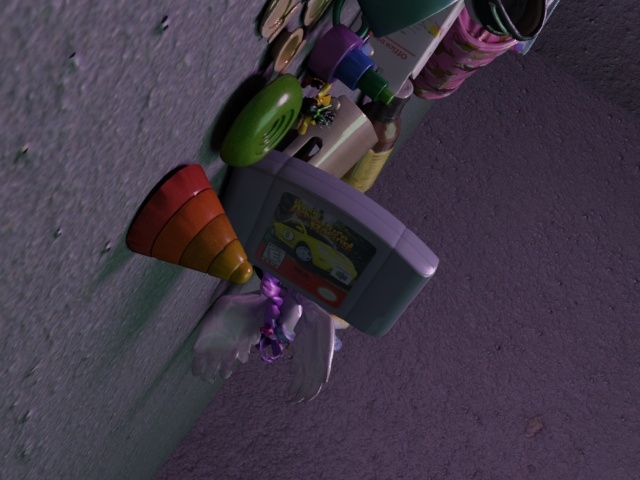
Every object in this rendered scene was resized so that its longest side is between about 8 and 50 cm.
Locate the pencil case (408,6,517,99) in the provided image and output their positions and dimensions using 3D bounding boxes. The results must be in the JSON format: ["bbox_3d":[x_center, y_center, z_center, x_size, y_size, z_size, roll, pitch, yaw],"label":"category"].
[{"bbox_3d":[0.276,-0.401,1.471,0.167,0.160,0.386,-21,179,-10],"label":"pencil case"}]

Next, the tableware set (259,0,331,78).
[{"bbox_3d":[-0.016,-0.249,0.786,0.141,0.020,0.168,-54,175,-11],"label":"tableware set"}]

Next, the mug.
[{"bbox_3d":[0.092,-0.309,0.877,0.158,0.097,0.129,-36,-160,-23],"label":"mug"}]

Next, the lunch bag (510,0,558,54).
[{"bbox_3d":[0.413,-0.565,1.571,0.262,0.223,0.160,-58,-178,28],"label":"lunch bag"}]

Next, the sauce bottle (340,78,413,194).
[{"bbox_3d":[0.109,-0.225,1.609,0.111,0.111,0.344,-52,173,-36],"label":"sauce bottle"}]

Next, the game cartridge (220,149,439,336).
[{"bbox_3d":[0.000,0.000,0.989,0.060,0.294,0.196,-56,176,-44],"label":"game cartridge"}]

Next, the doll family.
[{"bbox_3d":[0.005,-0.208,0.985,0.193,0.076,0.111,-62,169,15],"label":"doll family"}]

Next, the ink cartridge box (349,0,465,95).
[{"bbox_3d":[0.122,-0.319,1.081,0.198,0.115,0.067,-55,174,9],"label":"ink cartridge box"}]

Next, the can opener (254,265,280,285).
[{"bbox_3d":[-0.092,0.022,1.632,0.059,0.073,0.186,-30,146,-60],"label":"can opener"}]

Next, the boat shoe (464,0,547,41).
[{"bbox_3d":[0.211,-0.373,0.868,0.114,0.091,0.302,-36,134,-2],"label":"boat shoe"}]

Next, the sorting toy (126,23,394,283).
[{"bbox_3d":[-0.045,-0.086,0.833,0.365,0.126,0.127,-47,174,-17],"label":"sorting toy"}]

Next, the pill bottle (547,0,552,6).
[{"bbox_3d":[0.295,-0.408,1.104,0.119,0.119,0.208,-58,-176,29],"label":"pill bottle"}]

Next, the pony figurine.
[{"bbox_3d":[-0.063,0.140,1.488,0.363,0.303,0.350,32,68,-63],"label":"pony figurine"}]

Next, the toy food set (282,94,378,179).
[{"bbox_3d":[-0.016,-0.136,1.247,0.220,0.092,0.306,-44,175,6],"label":"toy food set"}]
